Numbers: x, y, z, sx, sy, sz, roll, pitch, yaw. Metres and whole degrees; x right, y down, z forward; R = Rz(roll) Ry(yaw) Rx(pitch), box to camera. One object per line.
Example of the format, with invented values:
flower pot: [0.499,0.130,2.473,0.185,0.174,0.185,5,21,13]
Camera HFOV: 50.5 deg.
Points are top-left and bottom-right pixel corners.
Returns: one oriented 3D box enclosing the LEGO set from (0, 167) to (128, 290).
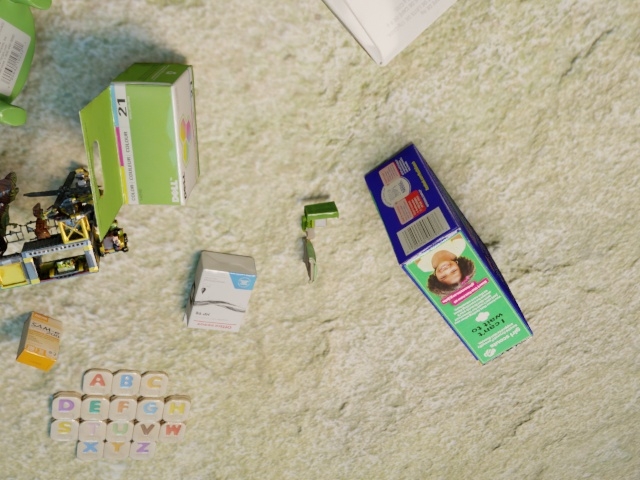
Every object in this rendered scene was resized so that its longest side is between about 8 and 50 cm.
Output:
LEGO set: [-0.467,-0.050,0.999,0.331,0.255,0.192,-8,117,-4]

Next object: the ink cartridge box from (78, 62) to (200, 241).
ink cartridge box: [-0.247,-0.132,0.971,0.097,0.255,0.188,1,117,0]

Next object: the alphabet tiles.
alphabet tiles: [-0.429,0.385,1.461,0.284,0.021,0.278,7,123,-18]

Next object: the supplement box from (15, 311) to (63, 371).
supplement box: [-0.515,0.185,1.247,0.062,0.098,0.036,28,117,-30]

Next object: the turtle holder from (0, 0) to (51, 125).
turtle holder: [-0.514,-0.258,0.808,0.227,0.320,0.243,19,117,18]

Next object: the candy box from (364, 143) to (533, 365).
candy box: [0.229,0.026,1.218,0.122,0.268,0.317,-33,126,14]

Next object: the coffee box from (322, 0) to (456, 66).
coffee box: [0.051,-0.482,0.769,0.338,0.334,0.338,-40,127,13]

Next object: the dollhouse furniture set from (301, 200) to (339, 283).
dollhouse furniture set: [0.000,0.000,1.261,0.059,0.076,0.151,-6,125,-9]

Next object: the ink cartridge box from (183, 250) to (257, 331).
ink cartridge box: [-0.196,0.114,1.302,0.104,0.060,0.180,8,122,-20]
